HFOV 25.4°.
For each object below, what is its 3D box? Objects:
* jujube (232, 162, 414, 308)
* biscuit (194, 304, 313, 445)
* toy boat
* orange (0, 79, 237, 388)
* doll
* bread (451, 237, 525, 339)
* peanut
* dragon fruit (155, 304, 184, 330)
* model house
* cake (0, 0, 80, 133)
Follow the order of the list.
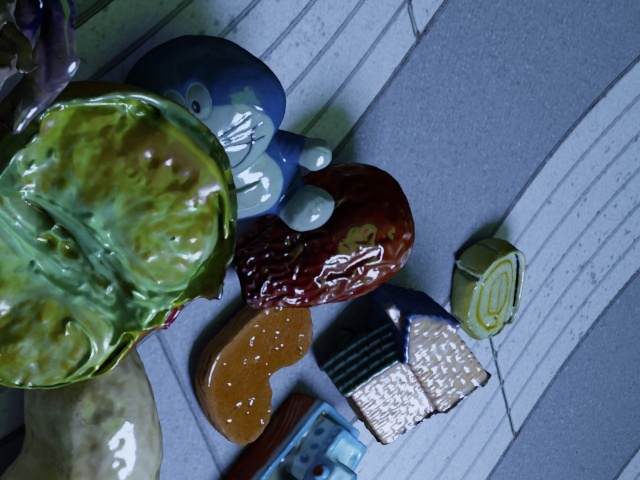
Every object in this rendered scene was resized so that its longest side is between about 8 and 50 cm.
[{"bbox_3d":[0.000,0.000,1.739,0.236,0.168,0.168,-25,128,-14],"label":"jujube"},{"bbox_3d":[-0.079,0.158,1.818,0.192,0.036,0.186,-44,138,-21],"label":"biscuit"},{"bbox_3d":[-0.059,0.372,1.877,0.331,0.133,0.145,-54,139,-11],"label":"toy boat"},{"bbox_3d":[-0.250,-0.019,1.409,0.334,0.196,0.263,-45,130,16],"label":"orange"},{"bbox_3d":[-0.110,-0.110,1.543,0.258,0.228,0.154,64,17,-56],"label":"doll"},{"bbox_3d":[0.244,0.073,2.088,0.118,0.064,0.156,-11,119,-38],"label":"bread"},{"bbox_3d":[-0.278,0.273,1.576,0.192,0.170,0.387,3,104,-42],"label":"peanut"},{"bbox_3d":[-0.213,0.025,1.575,0.094,0.094,0.190,-50,126,-15],"label":"dragon fruit"},{"bbox_3d":[0.095,0.150,1.920,0.183,0.166,0.172,-38,120,-6],"label":"model house"},{"bbox_3d":[-0.373,-0.168,1.129,0.321,0.332,0.332,-46,136,-18],"label":"cake"}]
